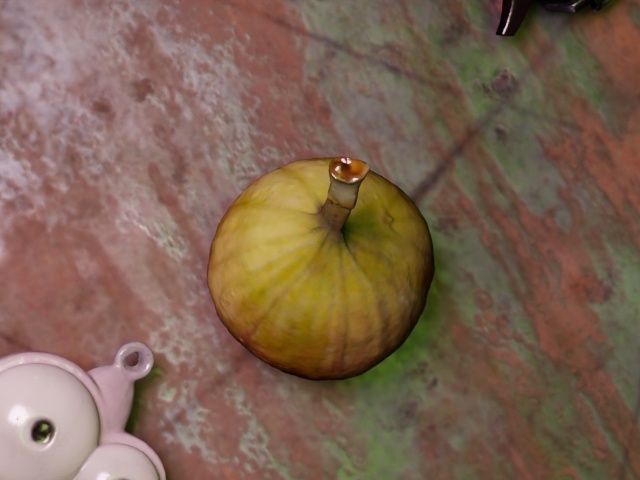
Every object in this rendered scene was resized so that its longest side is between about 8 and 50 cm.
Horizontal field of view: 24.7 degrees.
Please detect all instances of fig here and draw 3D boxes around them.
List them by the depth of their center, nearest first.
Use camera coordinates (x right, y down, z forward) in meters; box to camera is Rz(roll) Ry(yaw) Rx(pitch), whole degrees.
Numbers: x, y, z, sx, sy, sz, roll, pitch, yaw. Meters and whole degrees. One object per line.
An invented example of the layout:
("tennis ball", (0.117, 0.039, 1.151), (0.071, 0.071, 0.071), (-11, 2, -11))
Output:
("fig", (-0.005, -0.008, 0.979), (0.160, 0.230, 0.143), (-22, 50, -6))

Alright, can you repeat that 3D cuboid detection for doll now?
("doll", (-0.218, 0.218, 0.960), (0.160, 0.094, 0.365), (35, 73, -10))

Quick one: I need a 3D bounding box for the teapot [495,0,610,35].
("teapot", (0.192, -0.217, 1.092), (0.177, 0.087, 0.096), (-38, 111, -10))
